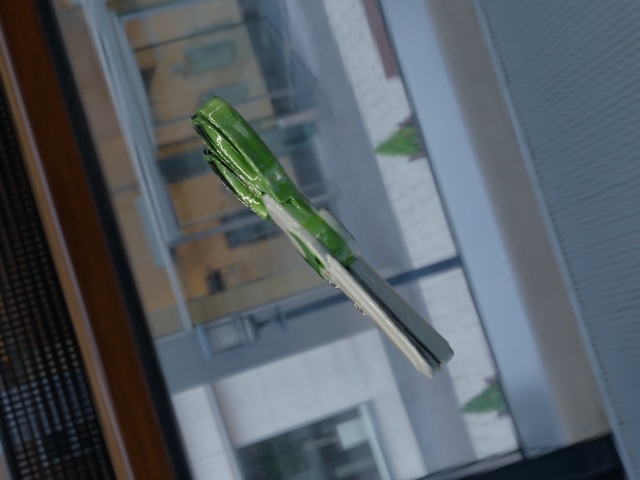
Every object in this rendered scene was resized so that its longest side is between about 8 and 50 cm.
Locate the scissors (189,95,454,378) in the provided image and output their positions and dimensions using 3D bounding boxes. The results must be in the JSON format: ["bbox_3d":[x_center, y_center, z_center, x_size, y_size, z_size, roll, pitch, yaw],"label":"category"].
[{"bbox_3d":[0.000,0.000,0.685,0.204,0.027,0.101,45,170,19],"label":"scissors"}]
